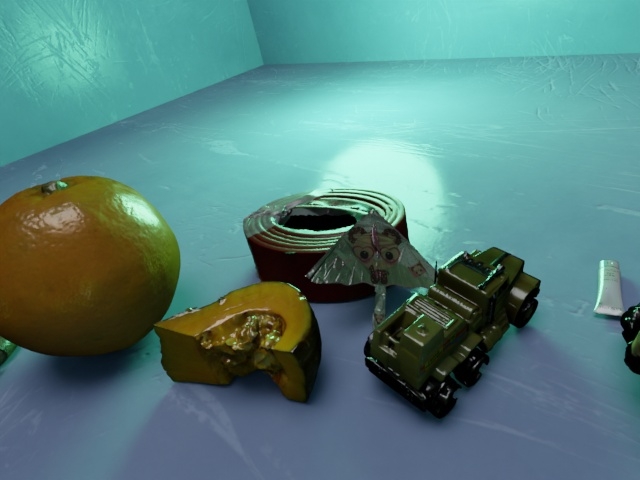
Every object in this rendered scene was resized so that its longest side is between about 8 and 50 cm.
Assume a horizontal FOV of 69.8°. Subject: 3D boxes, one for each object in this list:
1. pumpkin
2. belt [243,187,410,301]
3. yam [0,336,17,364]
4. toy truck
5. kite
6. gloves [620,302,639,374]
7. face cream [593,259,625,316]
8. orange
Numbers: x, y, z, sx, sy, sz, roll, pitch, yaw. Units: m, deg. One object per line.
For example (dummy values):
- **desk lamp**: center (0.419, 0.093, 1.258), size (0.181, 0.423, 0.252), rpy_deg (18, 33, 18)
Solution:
- **pumpkin**: center (-0.107, 0.136, 0.654), size (0.247, 0.131, 0.126), rpy_deg (4, 43, 20)
- **belt**: center (0.000, 0.000, 0.840), size (0.323, 0.115, 0.227), rpy_deg (1, 33, 25)
- **yam**: center (-0.581, 0.187, 0.846), size (0.043, 0.043, 0.094), rpy_deg (-13, 29, 1)
- **toy truck**: center (0.176, 0.091, 0.594), size (0.257, 0.127, 0.127), rpy_deg (-30, 43, -31)
- **kite**: center (0.089, 0.064, 0.675), size (0.229, 0.012, 0.250), rpy_deg (6, 66, -12)
- **gloves**: center (0.386, 0.117, 0.479), size (0.203, 0.124, 0.164), rpy_deg (-33, 17, -27)
- **face cream**: center (0.411, 0.068, 0.651), size (0.038, 0.020, 0.115), rpy_deg (6, 39, 29)
- **orange**: center (-0.392, 0.042, 0.762), size (0.311, 0.312, 0.312), rpy_deg (-10, 31, 6)
